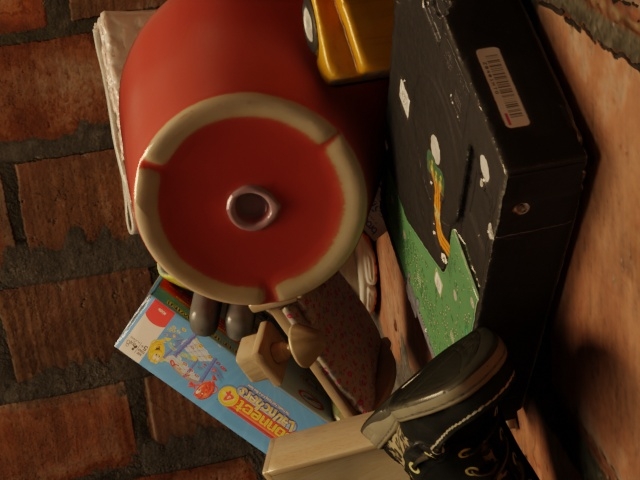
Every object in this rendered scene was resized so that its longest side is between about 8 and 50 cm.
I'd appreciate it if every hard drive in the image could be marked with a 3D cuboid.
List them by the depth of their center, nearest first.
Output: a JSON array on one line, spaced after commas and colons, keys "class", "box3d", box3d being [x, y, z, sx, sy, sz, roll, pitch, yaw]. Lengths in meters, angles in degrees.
[{"class": "hard drive", "box3d": [0.108, -0.040, 0.992, 0.339, 0.064, 0.237, 92, 165, -54]}]

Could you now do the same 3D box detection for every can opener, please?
[{"class": "can opener", "box3d": [-0.086, -0.027, 1.419, 0.093, 0.074, 0.280, 91, -173, -58]}]

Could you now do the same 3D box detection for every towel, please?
[{"class": "towel", "box3d": [-0.174, -0.179, 1.989, 0.053, 0.317, 0.332, -14, 86, 49]}]

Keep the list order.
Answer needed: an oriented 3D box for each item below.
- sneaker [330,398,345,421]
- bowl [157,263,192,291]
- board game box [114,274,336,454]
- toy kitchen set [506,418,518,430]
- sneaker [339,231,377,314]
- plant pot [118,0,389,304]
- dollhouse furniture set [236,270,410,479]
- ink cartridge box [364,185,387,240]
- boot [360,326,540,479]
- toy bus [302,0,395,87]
[{"class": "sneaker", "box3d": [0.034, 0.174, 1.761, 0.192, 0.064, 0.086, -115, 12, -71]}, {"class": "bowl", "box3d": [-0.072, -0.026, 1.804, 0.156, 0.289, 0.289, 38, -173, -20]}, {"class": "board game box", "box3d": [-0.114, 0.161, 1.860, 0.308, 0.086, 0.302, 36, -170, -5]}, {"class": "toy kitchen set", "box3d": [0.119, 0.151, 1.121, 0.068, 0.075, 0.083, -158, 53, -79]}, {"class": "sneaker", "box3d": [0.000, 0.000, 1.580, 0.099, 0.121, 0.262, -108, 11, -47]}, {"class": "plant pot", "box3d": [-0.059, -0.081, 1.203, 0.243, 0.274, 0.275, -93, -4, -63]}, {"class": "dollhouse furniture set", "box3d": [0.080, 0.129, 1.375, 0.303, 0.173, 0.356, 57, -151, -29]}, {"class": "ink cartridge box", "box3d": [-0.003, -0.097, 1.388, 0.207, 0.046, 0.097, 48, -177, -20]}, {"class": "boot", "box3d": [0.126, 0.161, 0.934, 0.178, 0.085, 0.236, 49, 161, 5]}, {"class": "toy bus", "box3d": [0.027, -0.298, 1.063, 0.130, 0.108, 0.333, 154, 105, -80]}]
